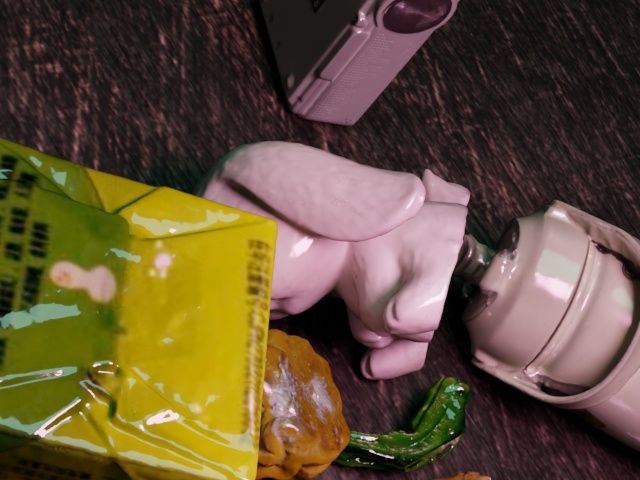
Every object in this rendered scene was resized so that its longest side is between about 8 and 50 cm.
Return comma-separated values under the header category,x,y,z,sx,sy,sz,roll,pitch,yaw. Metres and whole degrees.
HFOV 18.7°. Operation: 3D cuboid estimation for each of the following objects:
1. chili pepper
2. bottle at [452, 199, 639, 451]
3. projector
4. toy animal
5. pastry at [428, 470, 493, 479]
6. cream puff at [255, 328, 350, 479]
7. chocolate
category,x,y,z,sx,sy,sz,roll,pitch,yaw
chili pepper,0.081,0.189,1.882,0.182,0.050,0.073,-18,76,-41
bottle,0.300,0.088,2.009,0.352,0.229,0.229,27,44,-8
projector,0.037,-0.267,2.066,0.099,0.256,0.192,5,54,-33
toy animal,0.000,0.000,1.871,0.265,0.271,0.206,17,73,4
pastry,0.131,0.274,1.784,0.153,0.153,0.081,-28,117,-46
cream puff,-0.049,0.162,1.767,0.146,0.116,0.146,48,24,-30
chocolate,-0.198,0.086,1.664,0.289,0.137,0.301,15,49,-13
